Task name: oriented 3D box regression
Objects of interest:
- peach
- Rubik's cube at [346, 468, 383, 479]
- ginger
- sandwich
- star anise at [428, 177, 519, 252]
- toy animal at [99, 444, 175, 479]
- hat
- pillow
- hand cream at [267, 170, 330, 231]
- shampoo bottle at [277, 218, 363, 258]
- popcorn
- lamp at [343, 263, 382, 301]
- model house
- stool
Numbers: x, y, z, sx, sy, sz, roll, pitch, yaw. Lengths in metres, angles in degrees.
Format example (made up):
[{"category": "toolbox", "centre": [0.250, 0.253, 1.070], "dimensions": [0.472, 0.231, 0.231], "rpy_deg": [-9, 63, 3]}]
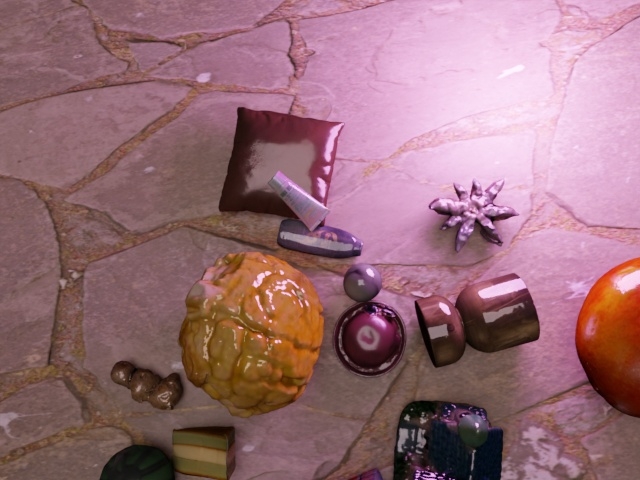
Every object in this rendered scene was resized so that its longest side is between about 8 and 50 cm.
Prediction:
[{"category": "peach", "centre": [0.787, 0.232, 1.271], "dimensions": [0.388, 0.388, 0.388], "rpy_deg": [-1, 81, 5]}, {"category": "Rubik's cube", "centre": [0.069, 0.717, 1.299], "dimensions": [0.238, 0.237, 0.237], "rpy_deg": [-22, 80, 7]}, {"category": "ginger", "centre": [-0.471, 0.387, 1.483], "dimensions": [0.204, 0.080, 0.104], "rpy_deg": [17, 59, 5]}, {"category": "sandwich", "centre": [-0.312, 0.545, 1.412], "dimensions": [0.187, 0.144, 0.117], "rpy_deg": [-4, 78, 4]}, {"category": "star anise", "centre": [0.406, -0.072, 1.474], "dimensions": [0.236, 0.093, 0.229], "rpy_deg": [17, 82, 5]}, {"category": "toy animal", "centre": [-0.466, 0.692, 1.376], "dimensions": [0.216, 0.191, 0.338], "rpy_deg": [0, 81, 5]}, {"category": "hat", "centre": [0.130, 0.258, 1.447], "dimensions": [0.205, 0.089, 0.205], "rpy_deg": [-1, 80, 4]}, {"category": "pillow", "centre": [-0.107, -0.205, 1.528], "dimensions": [0.308, 0.108, 0.305], "rpy_deg": [9, 84, 4]}, {"category": "hand cream", "centre": [-0.062, -0.108, 1.456], "dimensions": [0.174, 0.047, 0.076], "rpy_deg": [42, 95, -8]}, {"category": "shampoo bottle", "centre": [0.000, 0.000, 1.517], "dimensions": [0.233, 0.049, 0.087], "rpy_deg": [12, 79, 7]}, {"category": "popcorn", "centre": [-0.161, 0.216, 1.349], "dimensions": [0.354, 0.344, 0.390], "rpy_deg": [-40, 74, 4]}, {"category": "lamp", "centre": [0.111, 0.112, 1.464], "dimensions": [0.105, 0.105, 0.105], "rpy_deg": [-1, 81, 5]}, {"category": "model house", "centre": [0.310, 0.544, 1.297], "dimensions": [0.243, 0.284, 0.298], "rpy_deg": [6, 82, 1]}, {"category": "stool", "centre": [0.390, 0.201, 1.389], "dimensions": [0.264, 0.179, 0.179], "rpy_deg": [-15, 80, 2]}]
